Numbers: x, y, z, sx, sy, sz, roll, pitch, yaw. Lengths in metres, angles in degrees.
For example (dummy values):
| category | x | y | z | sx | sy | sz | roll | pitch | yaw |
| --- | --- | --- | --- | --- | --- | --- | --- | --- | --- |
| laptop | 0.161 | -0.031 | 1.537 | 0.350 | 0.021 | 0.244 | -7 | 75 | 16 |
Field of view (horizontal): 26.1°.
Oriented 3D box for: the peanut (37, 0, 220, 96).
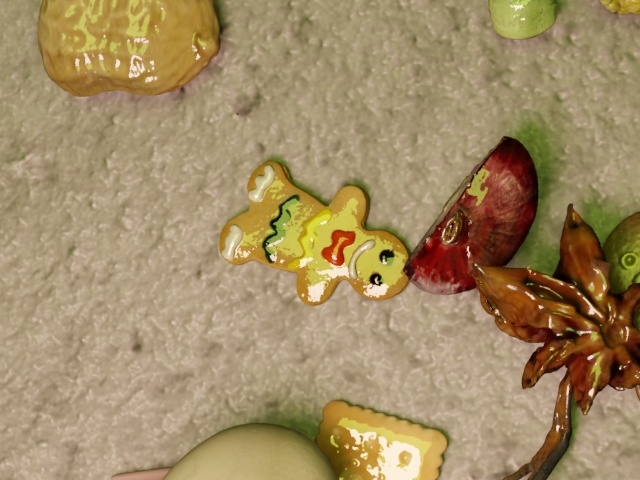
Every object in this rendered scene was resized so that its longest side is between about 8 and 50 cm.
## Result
| category | x | y | z | sx | sy | sz | roll | pitch | yaw |
| --- | --- | --- | --- | --- | --- | --- | --- | --- | --- |
| peanut | -0.239 | -0.272 | 1.728 | 0.233 | 0.110 | 0.197 | 6 | 84 | 13 |

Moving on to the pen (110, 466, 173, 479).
| category | x | y | z | sx | sy | sz | roll | pitch | yaw |
| --- | --- | --- | --- | --- | --- | --- | --- | --- | --- |
| pen | -0.159 | 0.299 | 1.679 | 0.197 | 0.032 | 0.053 | -5 | 82 | 12 |

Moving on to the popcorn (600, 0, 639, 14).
| category | x | y | z | sx | sy | sz | roll | pitch | yaw |
| --- | --- | --- | --- | --- | --- | --- | --- | --- | --- |
| popcorn | 0.372 | -0.330 | 1.611 | 0.162 | 0.141 | 0.135 | 59 | 135 | 32 |

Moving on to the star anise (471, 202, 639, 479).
| category | x | y | z | sx | sy | sz | roll | pitch | yaw |
| --- | --- | --- | --- | --- | --- | --- | --- | --- | --- |
| star anise | 0.268 | 0.128 | 1.549 | 0.237 | 0.148 | 0.346 | 12 | 89 | -1 |

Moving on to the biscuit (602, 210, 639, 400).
| category | x | y | z | sx | sy | sz | roll | pitch | yaw |
| --- | --- | --- | --- | --- | --- | --- | --- | --- | --- |
| biscuit | 0.404 | 0.078 | 1.601 | 0.179 | 0.039 | 0.236 | -15 | 79 | 10 |

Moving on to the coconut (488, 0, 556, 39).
| category | x | y | z | sx | sy | sz | roll | pitch | yaw |
| --- | --- | --- | --- | --- | --- | --- | --- | --- | --- |
| coconut | 0.241 | -0.281 | 1.653 | 0.087 | 0.096 | 0.088 | -10 | 49 | 12 |

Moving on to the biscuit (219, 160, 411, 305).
| category | x | y | z | sx | sy | sz | roll | pitch | yaw |
| --- | --- | --- | --- | --- | --- | --- | --- | --- | --- |
| biscuit | 0.000 | 0.000 | 1.687 | 0.240 | 0.035 | 0.158 | 21 | 89 | 13 |

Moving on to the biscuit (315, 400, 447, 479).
| category | x | y | z | sx | sy | sz | roll | pitch | yaw |
| --- | --- | --- | --- | --- | --- | --- | --- | --- | --- |
| biscuit | 0.046 | 0.327 | 1.637 | 0.160 | 0.030 | 0.250 | 16 | 86 | 12 |

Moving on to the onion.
| category | x | y | z | sx | sy | sz | roll | pitch | yaw |
| --- | --- | --- | --- | --- | --- | --- | --- | --- | --- |
| onion | 0.188 | -0.014 | 1.603 | 0.098 | 0.151 | 0.206 | 36 | 107 | -1 |

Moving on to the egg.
| category | x | y | z | sx | sy | sz | roll | pitch | yaw |
| --- | --- | --- | --- | --- | --- | --- | --- | --- | --- |
| egg | -0.088 | 0.328 | 1.546 | 0.219 | 0.219 | 0.269 | 30 | 108 | 13 |
